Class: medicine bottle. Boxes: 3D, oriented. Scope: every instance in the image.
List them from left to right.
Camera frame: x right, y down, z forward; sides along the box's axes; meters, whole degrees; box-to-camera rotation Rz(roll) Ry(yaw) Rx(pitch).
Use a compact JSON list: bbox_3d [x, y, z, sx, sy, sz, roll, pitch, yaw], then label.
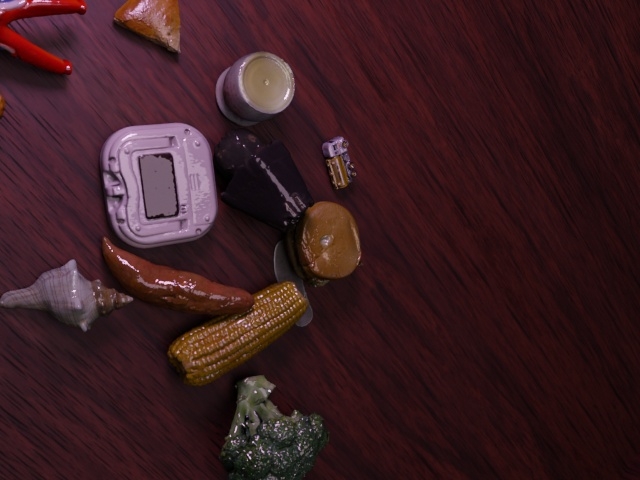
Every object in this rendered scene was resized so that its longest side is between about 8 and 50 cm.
[{"bbox_3d":[-0.147,-0.337,1.544,0.147,0.143,0.147,1,89,-30],"label":"medicine bottle"}]

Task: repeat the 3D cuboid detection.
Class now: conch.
[{"bbox_3d":[-0.499,0.104,1.392,0.234,0.114,0.137,25,68,-24],"label":"conch"}]

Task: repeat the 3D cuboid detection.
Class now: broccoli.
[{"bbox_3d":[-0.121,0.446,1.596,0.270,0.270,0.270,-12,67,-30],"label":"broccoli"}]

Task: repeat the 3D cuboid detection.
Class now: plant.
[{"bbox_3d":[-0.134,-0.136,1.536,0.256,0.164,0.142,45,34,9],"label":"plant"}]

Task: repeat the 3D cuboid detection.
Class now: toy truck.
[{"bbox_3d":[0.045,-0.193,1.725,0.063,0.052,0.123,-24,108,-21],"label":"toy truck"}]

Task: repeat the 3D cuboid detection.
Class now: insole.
[{"bbox_3d":[-0.068,0.107,1.709,0.080,0.003,0.231,-22,105,-28],"label":"insole"}]

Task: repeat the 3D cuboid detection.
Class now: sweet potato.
[{"bbox_3d":[-0.318,0.104,1.494,0.355,0.095,0.106,22,97,-15],"label":"sweet potato"}]

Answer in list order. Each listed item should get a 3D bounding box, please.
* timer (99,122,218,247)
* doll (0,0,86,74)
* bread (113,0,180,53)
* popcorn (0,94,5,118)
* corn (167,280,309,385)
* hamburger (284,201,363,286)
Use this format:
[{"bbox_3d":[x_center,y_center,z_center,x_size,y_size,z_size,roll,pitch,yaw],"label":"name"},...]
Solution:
[{"bbox_3d":[-0.339,-0.117,1.479,0.237,0.087,0.261,-11,99,-30],"label":"timer"},{"bbox_3d":[-0.622,-0.401,1.235,0.384,0.099,0.188,3,119,-45],"label":"doll"},{"bbox_3d":[-0.342,-0.488,1.469,0.154,0.054,0.135,26,78,-33],"label":"bread"},{"bbox_3d":[-0.662,-0.236,1.238,0.180,0.180,0.170,-53,156,-17],"label":"popcorn"},{"bbox_3d":[-0.180,0.205,1.581,0.345,0.131,0.131,-31,109,-26],"label":"corn"},{"bbox_3d":[0.000,0.000,1.675,0.189,0.122,0.215,-29,105,-33],"label":"hamburger"}]
